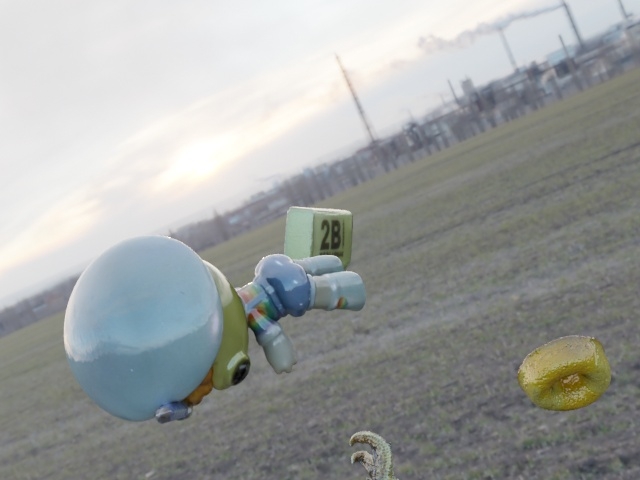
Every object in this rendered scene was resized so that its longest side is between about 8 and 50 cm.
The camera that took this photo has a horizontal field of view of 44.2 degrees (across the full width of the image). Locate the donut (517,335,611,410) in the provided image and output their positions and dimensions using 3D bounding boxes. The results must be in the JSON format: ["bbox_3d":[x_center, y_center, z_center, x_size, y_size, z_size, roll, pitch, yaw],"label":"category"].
[{"bbox_3d":[0.398,0.219,1.269,0.152,0.152,0.058,-24,38,6],"label":"donut"}]

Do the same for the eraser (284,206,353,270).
[{"bbox_3d":[0.000,0.000,1.411,0.058,0.117,0.172,3,2,26],"label":"eraser"}]

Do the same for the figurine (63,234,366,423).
[{"bbox_3d":[-0.128,0.070,0.989,0.225,0.205,0.382,29,35,32],"label":"figurine"}]

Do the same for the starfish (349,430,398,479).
[{"bbox_3d":[0.113,0.415,1.267,0.071,0.215,0.238,-23,0,-5],"label":"starfish"}]
